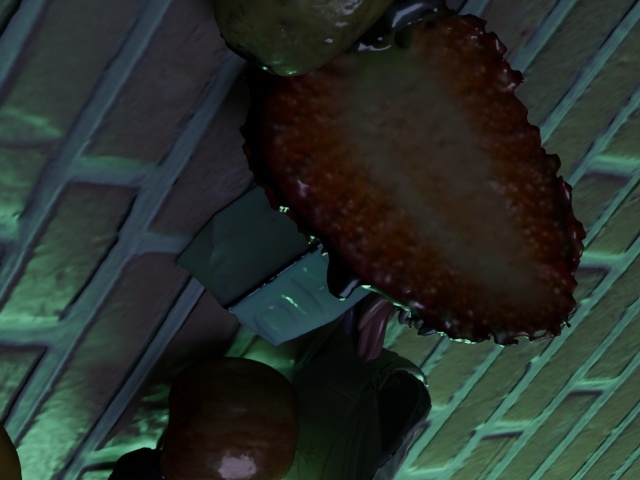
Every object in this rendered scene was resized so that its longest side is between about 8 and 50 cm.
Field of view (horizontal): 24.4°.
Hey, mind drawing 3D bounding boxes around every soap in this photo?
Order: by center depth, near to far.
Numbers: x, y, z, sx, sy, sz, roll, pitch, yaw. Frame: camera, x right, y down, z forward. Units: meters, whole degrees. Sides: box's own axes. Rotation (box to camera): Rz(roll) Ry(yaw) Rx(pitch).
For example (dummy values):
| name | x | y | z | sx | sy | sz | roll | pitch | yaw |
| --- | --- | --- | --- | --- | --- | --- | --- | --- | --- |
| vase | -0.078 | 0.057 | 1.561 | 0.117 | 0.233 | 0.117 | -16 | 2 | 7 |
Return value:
| name | x | y | z | sx | sy | sz | roll | pitch | yaw |
| --- | --- | --- | --- | --- | --- | --- | --- | --- | --- |
| soap | 0.000 | 0.000 | 1.342 | 0.230 | 0.091 | 0.145 | -39 | 146 | 3 |

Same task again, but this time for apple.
| name | x | y | z | sx | sy | sz | roll | pitch | yaw |
| --- | --- | --- | --- | --- | --- | --- | --- | --- | --- |
| apple | -0.087 | 0.185 | 1.438 | 0.131 | 0.146 | 0.146 | 8 | 133 | -9 |

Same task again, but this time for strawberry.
| name | x | y | z | sx | sy | sz | roll | pitch | yaw |
| --- | --- | --- | --- | --- | --- | --- | --- | --- | --- |
| strawberry | 0.075 | -0.037 | 1.210 | 0.233 | 0.306 | 0.138 | -24 | 174 | -11 |

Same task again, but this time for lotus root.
| name | x | y | z | sx | sy | sz | roll | pitch | yaw |
| --- | --- | --- | --- | --- | --- | --- | --- | --- | --- |
| lotus root | 0.005 | -0.212 | 1.071 | 0.221 | 0.118 | 0.125 | -51 | 160 | 27 |

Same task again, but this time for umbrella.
| name | x | y | z | sx | sy | sz | roll | pitch | yaw |
| --- | --- | --- | --- | --- | --- | --- | --- | --- | --- |
| umbrella | -0.115 | 0.229 | 1.549 | 0.248 | 0.071 | 0.071 | -14 | 141 | -35 |

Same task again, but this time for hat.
| name | x | y | z | sx | sy | sz | roll | pitch | yaw |
| --- | --- | --- | --- | --- | --- | --- | --- | --- | --- |
| hat | 0.028 | 0.225 | 1.501 | 0.161 | 0.275 | 0.232 | 3 | 122 | 3 |

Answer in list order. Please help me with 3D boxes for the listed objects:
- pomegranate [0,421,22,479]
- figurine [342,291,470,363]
| name | x | y | z | sx | sy | sz | roll | pitch | yaw |
| --- | --- | --- | --- | --- | --- | --- | --- | --- | --- |
| pomegranate | -0.340 | 0.191 | 1.174 | 0.209 | 0.209 | 0.209 | -23 | 144 | -18 |
| figurine | 0.090 | 0.055 | 1.433 | 0.157 | 0.126 | 0.114 | -9 | 112 | 17 |
